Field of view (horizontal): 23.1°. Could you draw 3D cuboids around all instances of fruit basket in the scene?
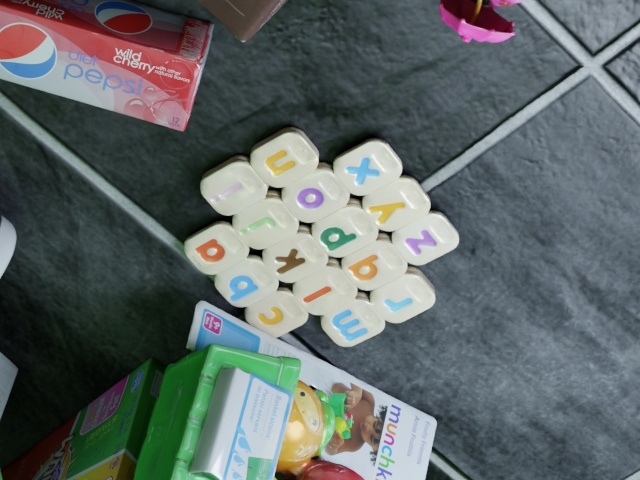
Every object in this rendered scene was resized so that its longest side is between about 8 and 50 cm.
[{"bbox_3d":[-0.027,0.273,1.767,0.353,0.327,0.165,27,147,-18],"label":"fruit basket"}]

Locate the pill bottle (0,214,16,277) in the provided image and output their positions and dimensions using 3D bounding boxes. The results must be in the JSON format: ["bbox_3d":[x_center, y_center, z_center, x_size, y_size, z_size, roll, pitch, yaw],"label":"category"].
[{"bbox_3d":[-0.513,-0.032,1.688,0.334,0.188,0.188,37,122,-20],"label":"pill bottle"}]

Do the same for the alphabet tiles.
[{"bbox_3d":[0.000,0.000,1.762,0.278,0.021,0.284,-29,119,24],"label":"alphabet tiles"}]

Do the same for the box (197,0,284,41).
[{"bbox_3d":[-0.017,-0.369,1.346,0.191,0.143,0.381,41,132,-3],"label":"box"}]

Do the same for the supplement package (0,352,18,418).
[{"bbox_3d":[-0.450,0.201,1.860,0.105,0.179,0.105,-30,118,26],"label":"supplement package"}]

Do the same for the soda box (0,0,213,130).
[{"bbox_3d":[-0.249,-0.202,1.598,0.263,0.083,0.092,16,127,-5],"label":"soda box"}]

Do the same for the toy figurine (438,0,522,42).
[{"bbox_3d":[0.167,-0.268,1.509,0.173,0.130,0.159,-25,138,-6],"label":"toy figurine"}]

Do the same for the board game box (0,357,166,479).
[{"bbox_3d":[-0.306,0.312,1.891,0.316,0.242,0.064,-37,114,27],"label":"board game box"}]

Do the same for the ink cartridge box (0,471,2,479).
[{"bbox_3d":[-0.431,0.341,1.668,0.121,0.289,0.211,0,126,4],"label":"ink cartridge box"}]
